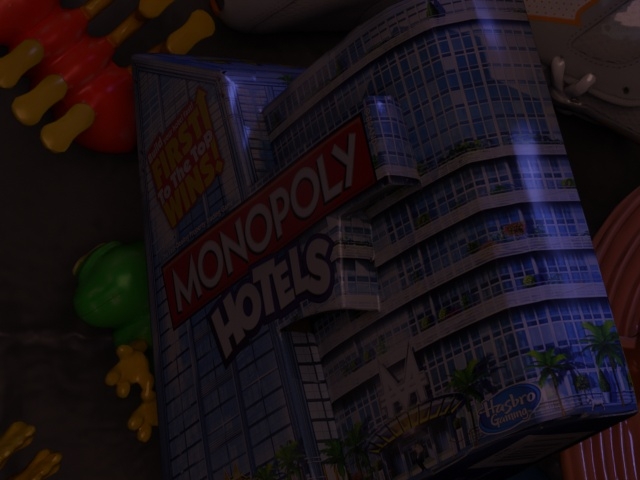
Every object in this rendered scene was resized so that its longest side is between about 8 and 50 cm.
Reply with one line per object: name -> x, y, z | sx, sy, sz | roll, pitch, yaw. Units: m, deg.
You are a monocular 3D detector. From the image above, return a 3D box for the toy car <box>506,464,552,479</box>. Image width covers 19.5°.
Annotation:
toy car -> 0.091, 0.201, 0.623 | 0.219, 0.238, 0.210 | 44, 82, -1

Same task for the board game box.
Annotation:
board game box -> 0.000, 0.000, 0.630 | 0.060, 0.194, 0.194 | 0, 66, -35

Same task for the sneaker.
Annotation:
sneaker -> 0.089, -0.091, 0.725 | 0.262, 0.099, 0.121 | -8, 90, -6

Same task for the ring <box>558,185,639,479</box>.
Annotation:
ring -> 0.220, 0.109, 0.647 | 0.336, 0.032, 0.336 | 22, 48, -27

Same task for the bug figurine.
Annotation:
bug figurine -> -0.135, 0.022, 0.678 | 0.279, 0.072, 0.216 | -40, 100, -30
